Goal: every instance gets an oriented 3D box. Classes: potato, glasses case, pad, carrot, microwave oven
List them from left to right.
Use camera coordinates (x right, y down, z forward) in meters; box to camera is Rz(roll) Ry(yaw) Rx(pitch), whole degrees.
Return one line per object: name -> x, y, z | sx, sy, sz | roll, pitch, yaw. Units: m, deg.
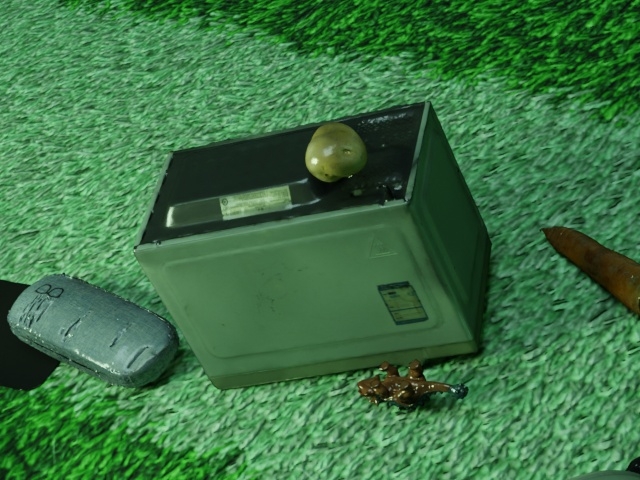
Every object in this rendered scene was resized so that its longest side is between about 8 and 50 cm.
pad -> -0.445, 0.126, 2.254 | 0.267, 0.004, 0.181 | 9, 48, 33
glasses case -> -0.302, 0.118, 2.139 | 0.282, 0.067, 0.109 | 19, 57, 40
microwave oven -> 0.000, 0.000, 1.961 | 0.355, 0.286, 0.218 | -10, 39, 22
potato -> 0.015, -0.098, 1.779 | 0.068, 0.062, 0.083 | 2, 47, -14
carrot -> 0.338, 0.026, 1.947 | 0.057, 0.057, 0.224 | -33, 34, -12

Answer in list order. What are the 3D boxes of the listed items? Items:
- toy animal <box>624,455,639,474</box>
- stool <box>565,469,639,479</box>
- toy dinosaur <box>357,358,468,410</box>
toy animal -> 0.413, 0.276, 1.589 | 0.121, 0.093, 0.225 | -30, 37, -22
stool -> 0.282, 0.342, 1.482 | 0.195, 0.195, 0.198 | -43, 36, 7
toy dinosaur -> 0.103, 0.173, 1.882 | 0.154, 0.055, 0.049 | -1, 40, 37
